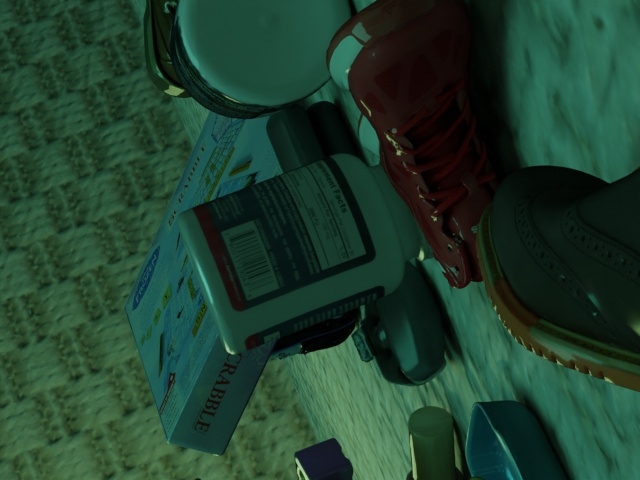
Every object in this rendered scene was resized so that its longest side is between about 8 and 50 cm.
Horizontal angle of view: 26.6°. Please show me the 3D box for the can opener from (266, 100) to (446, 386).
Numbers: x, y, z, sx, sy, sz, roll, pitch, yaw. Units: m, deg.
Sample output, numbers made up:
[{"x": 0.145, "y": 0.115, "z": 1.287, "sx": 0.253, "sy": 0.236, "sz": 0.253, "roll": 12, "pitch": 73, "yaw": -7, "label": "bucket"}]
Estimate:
[{"x": 0.040, "y": -0.003, "z": 1.163, "sx": 0.093, "sy": 0.074, "sz": 0.280, "roll": -46, "pitch": 61, "yaw": 43, "label": "can opener"}]

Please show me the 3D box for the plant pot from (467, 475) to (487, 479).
[{"x": 0.106, "y": 0.223, "z": 0.934, "sx": 0.083, "sy": 0.081, "sz": 0.081, "roll": 56, "pitch": 172, "yaw": 1, "label": "plant pot"}]

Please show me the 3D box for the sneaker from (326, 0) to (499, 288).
[{"x": 0.075, "y": -0.051, "z": 0.735, "sx": 0.128, "sy": 0.087, "sz": 0.221, "roll": 58, "pitch": -178, "yaw": 15, "label": "sneaker"}]

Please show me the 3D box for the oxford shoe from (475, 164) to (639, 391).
[{"x": 0.131, "y": 0.005, "z": 0.453, "sx": 0.271, "sy": 0.097, "sz": 0.098, "roll": -137, "pitch": 46, "yaw": -64, "label": "oxford shoe"}]

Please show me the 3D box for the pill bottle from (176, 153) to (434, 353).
[{"x": 0.000, "y": 0.000, "z": 0.950, "sx": 0.108, "sy": 0.180, "sz": 0.107, "roll": 159, "pitch": 90, "yaw": -83, "label": "pill bottle"}]

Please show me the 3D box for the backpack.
[{"x": -0.058, "y": 0.072, "z": 1.612, "sx": 0.117, "sy": 0.173, "sz": 0.158, "roll": 94, "pitch": 154, "yaw": -73, "label": "backpack"}]

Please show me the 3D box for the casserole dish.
[{"x": 0.144, "y": 0.177, "z": 0.968, "sx": 0.188, "sy": 0.037, "sz": 0.114, "roll": 82, "pitch": 165, "yaw": -64, "label": "casserole dish"}]

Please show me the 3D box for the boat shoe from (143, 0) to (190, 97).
[{"x": -0.152, "y": -0.322, "z": 1.542, "sx": 0.104, "sy": 0.111, "sz": 0.307, "roll": -27, "pitch": 73, "yaw": 52, "label": "boat shoe"}]

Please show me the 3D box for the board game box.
[{"x": -0.098, "y": 0.009, "z": 1.418, "sx": 0.318, "sy": 0.066, "sz": 0.318, "roll": -64, "pitch": 24, "yaw": 15, "label": "board game box"}]

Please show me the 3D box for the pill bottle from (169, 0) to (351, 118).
[{"x": -0.057, "y": -0.165, "z": 1.104, "sx": 0.246, "sy": 0.131, "sz": 0.130, "roll": -167, "pitch": 57, "yaw": -81, "label": "pill bottle"}]

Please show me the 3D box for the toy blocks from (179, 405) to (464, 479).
[{"x": 0.032, "y": 0.356, "z": 1.208, "sx": 0.288, "sy": 0.309, "sz": 0.260, "roll": -119, "pitch": 17, "yaw": -49, "label": "toy blocks"}]
